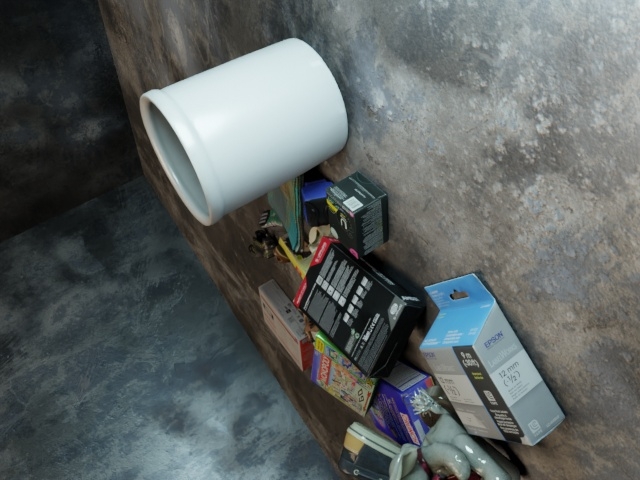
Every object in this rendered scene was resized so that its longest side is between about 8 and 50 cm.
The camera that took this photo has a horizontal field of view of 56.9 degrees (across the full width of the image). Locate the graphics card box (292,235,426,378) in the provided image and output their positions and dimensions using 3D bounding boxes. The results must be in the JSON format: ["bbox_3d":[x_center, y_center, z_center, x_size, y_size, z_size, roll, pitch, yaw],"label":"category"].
[{"bbox_3d":[0.093,0.173,1.618,0.371,0.094,0.233,39,110,45],"label":"graphics card box"}]

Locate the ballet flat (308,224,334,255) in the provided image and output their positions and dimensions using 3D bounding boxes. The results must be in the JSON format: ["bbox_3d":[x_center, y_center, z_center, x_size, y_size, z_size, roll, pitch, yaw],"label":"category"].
[{"bbox_3d":[0.000,0.000,1.788,0.086,0.086,0.248,51,158,24],"label":"ballet flat"}]

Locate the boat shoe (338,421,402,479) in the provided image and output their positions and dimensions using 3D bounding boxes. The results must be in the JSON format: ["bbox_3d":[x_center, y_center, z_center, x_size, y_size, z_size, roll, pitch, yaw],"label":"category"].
[{"bbox_3d":[0.265,0.728,1.782,0.500,0.156,0.187,33,169,-13],"label":"boat shoe"}]

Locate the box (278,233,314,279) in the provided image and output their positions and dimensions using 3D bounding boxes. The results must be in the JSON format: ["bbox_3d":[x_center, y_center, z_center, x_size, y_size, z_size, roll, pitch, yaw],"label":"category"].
[{"bbox_3d":[-0.044,0.072,1.987,0.232,0.087,0.058,55,160,12],"label":"box"}]

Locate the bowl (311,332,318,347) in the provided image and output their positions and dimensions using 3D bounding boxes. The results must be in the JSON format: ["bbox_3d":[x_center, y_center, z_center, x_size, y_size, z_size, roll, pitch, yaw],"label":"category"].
[{"bbox_3d":[0.001,0.396,2.374,0.142,0.053,0.142,14,130,65],"label":"bowl"}]

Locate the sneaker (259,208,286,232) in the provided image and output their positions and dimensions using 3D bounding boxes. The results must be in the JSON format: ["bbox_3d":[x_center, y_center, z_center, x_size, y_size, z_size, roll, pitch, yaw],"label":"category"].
[{"bbox_3d":[-0.113,-0.071,2.013,0.098,0.083,0.223,26,163,-32],"label":"sneaker"}]

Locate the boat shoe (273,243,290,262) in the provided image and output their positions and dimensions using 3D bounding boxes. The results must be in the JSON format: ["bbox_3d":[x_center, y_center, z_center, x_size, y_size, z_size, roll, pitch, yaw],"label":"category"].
[{"bbox_3d":[-0.128,0.054,2.084,0.064,0.060,0.178,57,-168,13],"label":"boat shoe"}]

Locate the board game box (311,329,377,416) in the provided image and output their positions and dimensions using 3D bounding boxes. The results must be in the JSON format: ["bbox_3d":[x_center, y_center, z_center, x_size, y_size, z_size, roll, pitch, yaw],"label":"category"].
[{"bbox_3d":[0.074,0.402,1.785,0.213,0.046,0.317,31,148,18],"label":"board game box"}]

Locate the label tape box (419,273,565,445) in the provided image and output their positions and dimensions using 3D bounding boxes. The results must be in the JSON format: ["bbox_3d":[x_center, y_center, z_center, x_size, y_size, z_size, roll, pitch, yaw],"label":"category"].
[{"bbox_3d":[0.336,0.260,1.298,0.348,0.115,0.249,58,160,1],"label":"label tape box"}]

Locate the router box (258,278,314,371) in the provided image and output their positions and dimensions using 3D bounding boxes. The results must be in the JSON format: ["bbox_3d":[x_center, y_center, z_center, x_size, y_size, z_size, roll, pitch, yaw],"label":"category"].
[{"bbox_3d":[-0.148,0.383,2.667,0.335,0.082,0.301,48,157,30],"label":"router box"}]

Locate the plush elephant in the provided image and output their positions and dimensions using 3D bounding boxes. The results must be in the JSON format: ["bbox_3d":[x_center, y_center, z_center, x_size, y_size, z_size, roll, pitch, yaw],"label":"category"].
[{"bbox_3d":[0.285,0.566,1.449,0.330,0.255,0.272,40,-177,22],"label":"plush elephant"}]

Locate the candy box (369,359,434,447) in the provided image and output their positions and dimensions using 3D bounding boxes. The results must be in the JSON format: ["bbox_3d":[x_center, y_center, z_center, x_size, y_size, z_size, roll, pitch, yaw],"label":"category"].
[{"bbox_3d":[0.250,0.503,1.825,0.317,0.122,0.268,16,131,64],"label":"candy box"}]

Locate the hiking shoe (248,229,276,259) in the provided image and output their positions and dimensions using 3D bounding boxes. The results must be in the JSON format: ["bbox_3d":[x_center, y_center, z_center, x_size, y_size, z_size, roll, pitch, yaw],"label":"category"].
[{"bbox_3d":[-0.234,0.010,2.392,0.226,0.086,0.114,3,107,60],"label":"hiking shoe"}]

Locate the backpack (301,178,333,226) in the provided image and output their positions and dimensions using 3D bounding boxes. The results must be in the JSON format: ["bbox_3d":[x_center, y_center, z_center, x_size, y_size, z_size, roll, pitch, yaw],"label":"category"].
[{"bbox_3d":[0.000,-0.103,1.634,0.120,0.097,0.101,83,179,-47],"label":"backpack"}]

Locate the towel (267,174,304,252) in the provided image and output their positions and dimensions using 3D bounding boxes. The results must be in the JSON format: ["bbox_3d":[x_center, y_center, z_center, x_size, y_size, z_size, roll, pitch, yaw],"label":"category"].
[{"bbox_3d":[-0.111,-0.175,1.762,0.370,0.040,0.272,91,156,-48],"label":"towel"}]

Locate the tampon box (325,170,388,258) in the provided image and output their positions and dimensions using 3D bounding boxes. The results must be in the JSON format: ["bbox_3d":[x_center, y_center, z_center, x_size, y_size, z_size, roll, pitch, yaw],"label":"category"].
[{"bbox_3d":[0.090,-0.062,1.454,0.120,0.101,0.161,45,155,38],"label":"tampon box"}]

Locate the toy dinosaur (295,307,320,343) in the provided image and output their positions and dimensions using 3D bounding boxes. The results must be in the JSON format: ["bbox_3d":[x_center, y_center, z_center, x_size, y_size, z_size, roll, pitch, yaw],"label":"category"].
[{"bbox_3d":[-0.017,0.257,2.141,0.296,0.127,0.201,-133,28,-64],"label":"toy dinosaur"}]

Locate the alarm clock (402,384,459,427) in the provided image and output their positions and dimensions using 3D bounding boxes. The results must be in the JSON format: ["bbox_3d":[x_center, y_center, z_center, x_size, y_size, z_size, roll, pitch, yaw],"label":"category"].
[{"bbox_3d":[0.309,0.451,1.588,0.191,0.064,0.130,11,124,26],"label":"alarm clock"}]

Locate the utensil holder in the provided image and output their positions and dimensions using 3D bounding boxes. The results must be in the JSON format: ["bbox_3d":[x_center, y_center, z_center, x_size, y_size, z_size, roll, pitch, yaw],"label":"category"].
[{"bbox_3d":[-0.176,-0.267,1.399,0.328,0.385,0.328,48,158,28],"label":"utensil holder"}]
